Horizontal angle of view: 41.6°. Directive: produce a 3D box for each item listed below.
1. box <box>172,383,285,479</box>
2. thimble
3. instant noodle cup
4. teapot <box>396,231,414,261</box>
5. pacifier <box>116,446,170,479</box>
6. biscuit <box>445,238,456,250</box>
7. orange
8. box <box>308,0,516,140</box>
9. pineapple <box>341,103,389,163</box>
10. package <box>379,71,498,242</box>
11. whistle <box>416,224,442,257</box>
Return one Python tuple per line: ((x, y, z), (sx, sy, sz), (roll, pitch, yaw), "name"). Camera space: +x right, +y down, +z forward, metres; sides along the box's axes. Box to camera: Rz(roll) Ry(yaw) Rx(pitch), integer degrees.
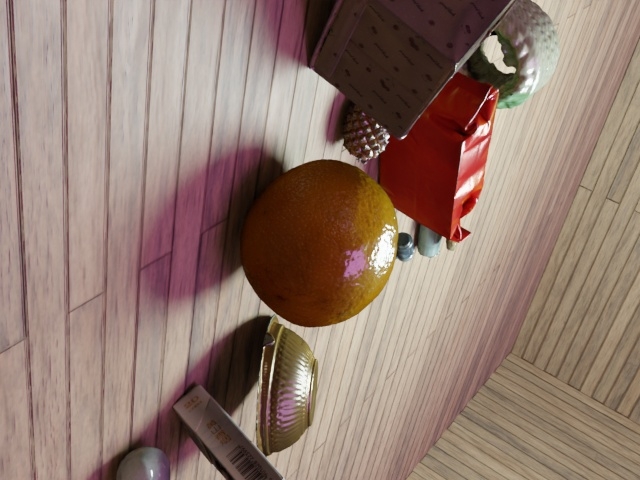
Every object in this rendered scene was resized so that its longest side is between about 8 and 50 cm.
((-0.147, 0.367, 1.433), (0.067, 0.233, 0.149), (-37, 149, -21), "box")
((0.352, -0.371, 1.652), (0.150, 0.219, 0.219), (-37, 147, -43), "thimble")
((-0.055, 0.274, 1.545), (0.274, 0.090, 0.274), (4, 90, -85), "instant noodle cup")
((0.190, 0.022, 1.969), (0.064, 0.049, 0.083), (-54, 156, -16), "teapot")
((-0.251, 0.486, 1.357), (0.220, 0.332, 0.273), (-92, 165, -51), "pacifier")
((0.329, -0.122, 2.001), (0.141, 0.038, 0.290), (23, 78, -80), "biscuit")
((0.000, 0.000, 1.325), (0.264, 0.264, 0.264), (-46, 153, -32), "orange")
((0.159, -0.340, 1.242), (0.297, 0.190, 0.225), (-49, 178, -26), "box")
((0.081, -0.223, 1.420), (0.103, 0.083, 0.221), (-39, 146, -43), "pineapple")
((0.222, -0.161, 1.639), (0.123, 0.196, 0.424), (-43, 152, -27), "package")
((0.273, -0.081, 2.010), (0.062, 0.062, 0.312), (-45, 152, -33), "whistle")
